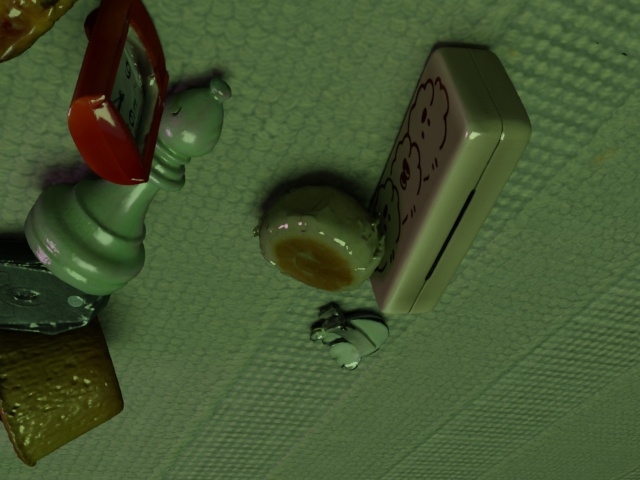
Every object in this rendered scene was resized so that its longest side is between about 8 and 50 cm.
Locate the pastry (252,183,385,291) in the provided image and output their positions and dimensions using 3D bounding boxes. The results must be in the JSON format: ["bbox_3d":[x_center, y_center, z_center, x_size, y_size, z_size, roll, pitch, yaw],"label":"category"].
[{"bbox_3d":[0.000,0.000,0.963,0.165,0.088,0.166,16,143,12],"label":"pastry"}]

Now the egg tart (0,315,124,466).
[{"bbox_3d":[-0.370,0.189,1.047,0.170,0.215,0.215,-17,145,-19],"label":"egg tart"}]

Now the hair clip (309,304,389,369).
[{"bbox_3d":[0.051,0.157,1.237,0.116,0.049,0.172,-22,144,19],"label":"hair clip"}]

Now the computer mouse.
[{"bbox_3d":[-0.378,0.049,0.962,0.231,0.071,0.126,3,127,-6],"label":"computer mouse"}]

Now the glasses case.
[{"bbox_3d":[0.134,-0.057,0.913,0.076,0.144,0.337,-1,140,-17],"label":"glasses case"}]

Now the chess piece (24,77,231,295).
[{"bbox_3d":[-0.191,-0.074,0.834,0.271,0.139,0.139,-44,134,18],"label":"chess piece"}]

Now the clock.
[{"bbox_3d":[-0.189,-0.140,0.708,0.061,0.155,0.113,-5,142,6],"label":"clock"}]

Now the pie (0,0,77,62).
[{"bbox_3d":[-0.302,-0.275,0.562,0.314,0.092,0.315,-6,137,-5],"label":"pie"}]
